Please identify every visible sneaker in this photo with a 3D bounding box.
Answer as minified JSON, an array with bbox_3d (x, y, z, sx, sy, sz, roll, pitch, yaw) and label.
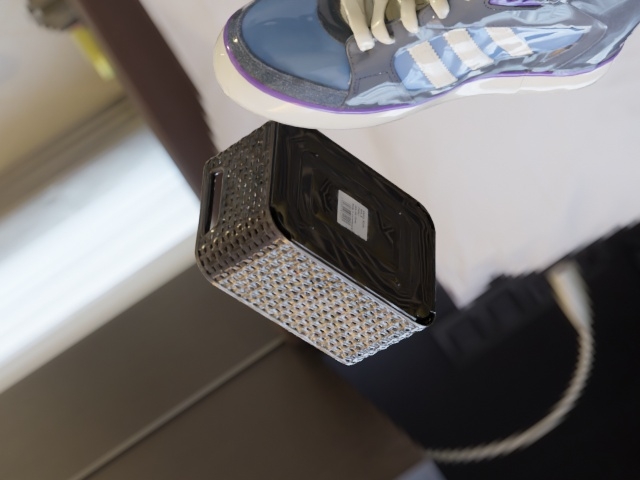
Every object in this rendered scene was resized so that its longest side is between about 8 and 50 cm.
[{"bbox_3d":[0.095,-0.198,1.167,0.236,0.323,0.130,107,152,-55],"label":"sneaker"}]

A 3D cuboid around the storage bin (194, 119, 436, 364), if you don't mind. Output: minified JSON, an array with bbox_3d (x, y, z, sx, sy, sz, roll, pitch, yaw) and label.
[{"bbox_3d":[0.000,0.000,1.310,0.180,0.084,0.122,34,-137,-33],"label":"storage bin"}]
